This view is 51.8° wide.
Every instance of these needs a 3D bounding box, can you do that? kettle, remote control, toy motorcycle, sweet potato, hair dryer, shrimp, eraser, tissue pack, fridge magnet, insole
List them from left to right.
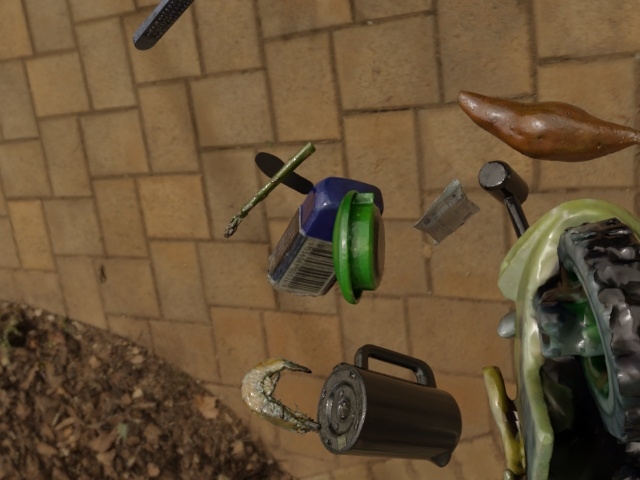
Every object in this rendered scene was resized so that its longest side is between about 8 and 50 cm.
[{"bbox_3d":[-0.259,-0.362,1.073,0.153,0.044,0.027,-28,69,39],"label":"remote control"},{"bbox_3d":[-0.079,-0.147,1.448,0.153,0.002,0.053,29,119,-22],"label":"insole"},{"bbox_3d":[-0.079,0.351,1.506,0.217,0.051,0.150,25,76,18],"label":"shrimp"},{"bbox_3d":[0.000,0.000,1.433,0.155,0.101,0.332,11,140,-19],"label":"eraser"},{"bbox_3d":[0.068,0.013,1.196,0.088,0.208,0.207,0,106,13],"label":"fridge magnet"},{"bbox_3d":[0.161,0.411,1.614,0.203,0.308,0.262,-64,30,17],"label":"kettle"},{"bbox_3d":[0.256,-0.049,1.330,0.122,0.193,0.026,-42,63,10],"label":"tissue pack"},{"bbox_3d":[0.393,-0.042,1.333,0.071,0.114,0.247,-26,57,29],"label":"hair dryer"},{"bbox_3d":[0.422,-0.208,1.241,0.359,0.112,0.112,14,112,26],"label":"sweet potato"},{"bbox_3d":[0.212,0.142,0.493,0.169,0.237,0.409,-6,120,17],"label":"toy motorcycle"}]

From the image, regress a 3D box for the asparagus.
[{"bbox_3d":[-0.100,-0.093,1.233,0.248,0.024,0.025,-44,78,11],"label":"asparagus"}]
